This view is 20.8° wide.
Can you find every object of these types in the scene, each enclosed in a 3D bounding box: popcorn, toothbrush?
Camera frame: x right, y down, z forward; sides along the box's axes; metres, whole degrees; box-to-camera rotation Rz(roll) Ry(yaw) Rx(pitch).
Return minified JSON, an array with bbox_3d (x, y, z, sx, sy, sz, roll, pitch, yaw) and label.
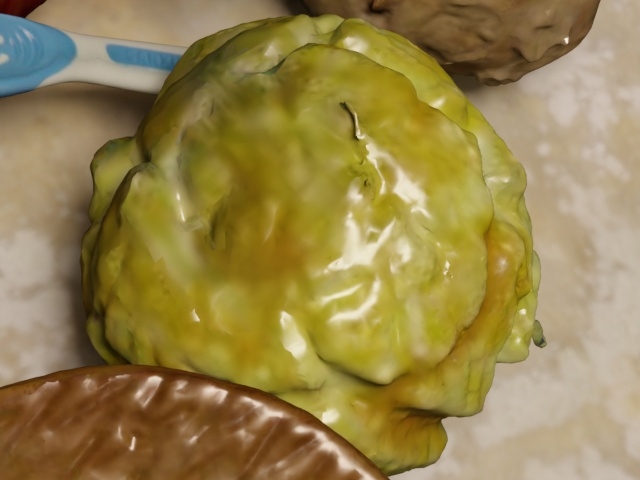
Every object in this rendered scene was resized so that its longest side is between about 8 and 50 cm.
[{"bbox_3d":[0.000,0.000,0.717,0.198,0.212,0.198,0,101,0],"label":"popcorn"},{"bbox_3d":[-0.131,-0.072,0.700,0.386,0.040,0.040,3,64,-47],"label":"toothbrush"}]

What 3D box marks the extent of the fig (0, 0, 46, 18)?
[{"bbox_3d":[-0.214,-0.194,0.744,0.257,0.159,0.159,40,58,19],"label":"fig"}]

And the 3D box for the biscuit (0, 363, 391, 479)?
[{"bbox_3d":[-0.071,0.173,0.622,0.262,0.037,0.262,0,92,1],"label":"biscuit"}]

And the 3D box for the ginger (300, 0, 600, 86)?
[{"bbox_3d":[0.007,-0.205,0.764,0.375,0.176,0.256,5,73,-51],"label":"ginger"}]
